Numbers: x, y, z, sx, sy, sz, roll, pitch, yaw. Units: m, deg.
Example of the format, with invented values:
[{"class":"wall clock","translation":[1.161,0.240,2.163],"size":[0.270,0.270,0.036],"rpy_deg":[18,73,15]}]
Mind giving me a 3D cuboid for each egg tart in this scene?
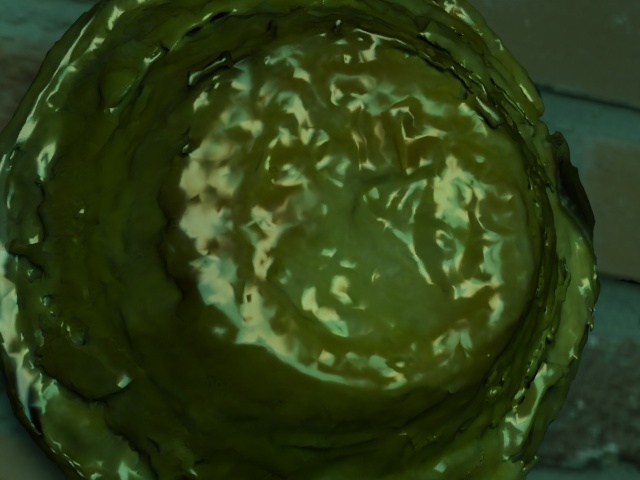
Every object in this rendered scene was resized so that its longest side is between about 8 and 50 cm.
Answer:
[{"class":"egg tart","translation":[0.000,0.000,0.838],"size":[0.294,0.116,0.295],"rpy_deg":[4,76,-19]}]
